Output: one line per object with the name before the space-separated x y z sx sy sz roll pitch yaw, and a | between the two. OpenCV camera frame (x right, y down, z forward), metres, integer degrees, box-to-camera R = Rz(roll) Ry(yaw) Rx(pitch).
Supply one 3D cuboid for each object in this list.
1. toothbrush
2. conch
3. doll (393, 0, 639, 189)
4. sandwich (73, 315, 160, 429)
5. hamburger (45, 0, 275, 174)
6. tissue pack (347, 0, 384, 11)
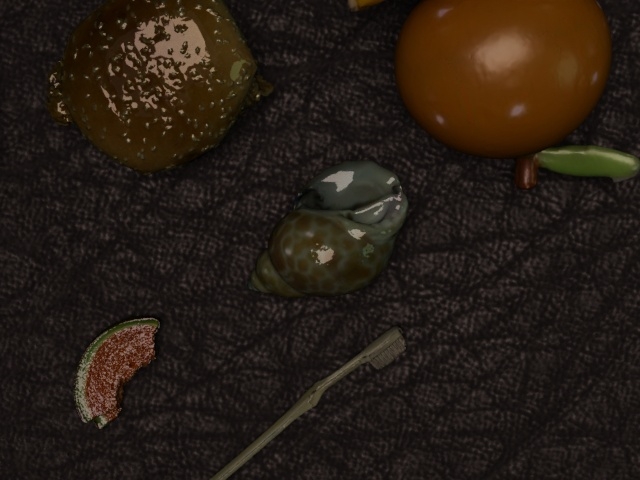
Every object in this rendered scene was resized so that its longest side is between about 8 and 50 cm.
toothbrush | -0.029 0.184 1.516 0.294 0.026 0.028 -36 104 4
conch | 0.015 0.000 1.472 0.116 0.106 0.173 36 79 10
doll | 0.185 -0.146 1.411 0.214 0.213 0.236 -17 105 4
sandwich | -0.216 0.130 1.525 0.067 0.029 0.135 34 93 -3
hamburger | -0.172 -0.163 1.466 0.215 0.122 0.189 -32 92 7
tissue pack | 0.156 -0.421 1.352 0.382 0.228 0.293 -20 118 4
